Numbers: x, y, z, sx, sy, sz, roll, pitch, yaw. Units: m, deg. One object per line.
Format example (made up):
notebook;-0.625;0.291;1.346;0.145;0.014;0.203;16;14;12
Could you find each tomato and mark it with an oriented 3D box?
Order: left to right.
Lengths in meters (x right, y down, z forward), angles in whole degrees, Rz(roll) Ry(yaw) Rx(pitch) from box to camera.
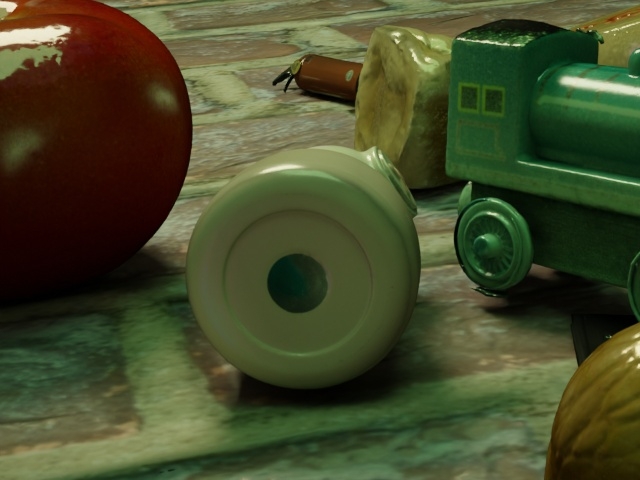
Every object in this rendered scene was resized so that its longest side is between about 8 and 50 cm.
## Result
tomato;-0.243;-0.074;0.989;0.298;0.226;0.298;3;16;-1

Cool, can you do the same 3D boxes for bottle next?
bottle;0.000;0.000;0.889;0.147;0.148;0.236;0;13;7

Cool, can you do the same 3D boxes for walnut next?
walnut;0.193;0.094;0.599;0.180;0.144;0.144;-11;20;8

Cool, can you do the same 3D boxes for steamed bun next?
steamed bun;0.126;-0.122;1.219;0.155;0.141;0.172;5;21;-18

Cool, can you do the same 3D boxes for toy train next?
toy train;0.210;-0.046;0.867;0.120;0.194;0.298;-10;17;-39

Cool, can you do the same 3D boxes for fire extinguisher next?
fire extinguisher;0.013;-0.193;1.523;0.177;0.050;0.062;18;67;46

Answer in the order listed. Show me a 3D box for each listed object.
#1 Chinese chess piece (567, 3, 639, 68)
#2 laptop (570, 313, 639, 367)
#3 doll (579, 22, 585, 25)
Chinese chess piece;0.350;-0.194;1.307;0.250;0.097;0.251;-19;9;3
laptop;0.229;0.087;0.790;0.135;0.016;0.197;1;21;6
doll;0.339;-0.228;1.543;0.127;0.073;0.084;-9;-10;-10
